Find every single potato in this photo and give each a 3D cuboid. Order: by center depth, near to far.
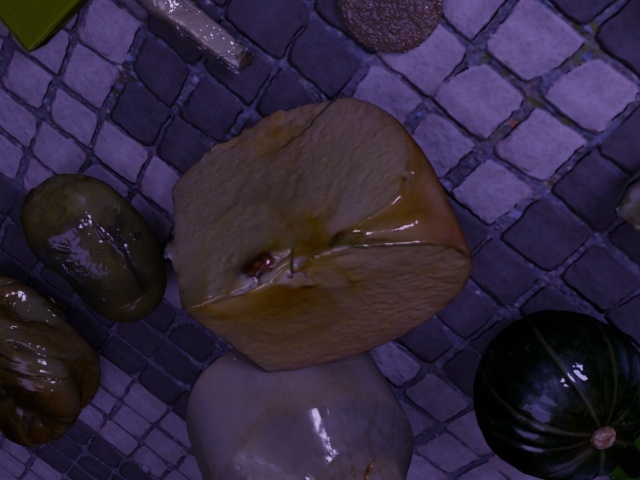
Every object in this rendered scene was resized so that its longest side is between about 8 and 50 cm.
[{"bbox_3d":[-0.327,0.014,1.131,0.169,0.143,0.248,-12,119,45],"label":"potato"}]

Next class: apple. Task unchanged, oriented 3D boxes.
[{"bbox_3d":[0.000,0.000,0.884,0.309,0.252,0.314,-24,97,13],"label":"apple"}]

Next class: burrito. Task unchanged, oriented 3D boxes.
[{"bbox_3d":[-0.159,-0.261,0.909,0.185,0.041,0.045,38,91,-2],"label":"burrito"}]

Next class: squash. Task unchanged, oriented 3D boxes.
[{"bbox_3d":[0.285,0.185,0.913,0.172,0.218,0.218,27,145,58],"label":"squash"}]

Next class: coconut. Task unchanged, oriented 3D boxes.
[{"bbox_3d":[-0.034,0.269,1.066,0.323,0.323,0.323,14,129,18],"label":"coconut"}]

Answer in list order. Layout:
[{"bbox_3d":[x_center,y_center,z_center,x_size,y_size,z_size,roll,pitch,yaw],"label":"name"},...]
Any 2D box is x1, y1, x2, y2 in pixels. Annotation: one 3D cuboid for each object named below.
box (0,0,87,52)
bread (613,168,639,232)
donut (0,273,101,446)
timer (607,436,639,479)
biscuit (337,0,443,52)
[{"bbox_3d":[-0.314,-0.380,0.894,0.335,0.047,0.187,-26,110,38],"label":"box"},{"bbox_3d":[0.421,-0.015,0.773,0.232,0.064,0.172,6,127,26],"label":"bread"},{"bbox_3d":[-0.565,0.223,1.398,0.360,0.170,0.360,15,132,18],"label":"donut"},{"bbox_3d":[0.407,0.263,1.000,0.140,0.047,0.128,47,132,-11],"label":"timer"},{"bbox_3d":[0.072,-0.253,0.808,0.120,0.015,0.120,14,130,18],"label":"biscuit"}]
